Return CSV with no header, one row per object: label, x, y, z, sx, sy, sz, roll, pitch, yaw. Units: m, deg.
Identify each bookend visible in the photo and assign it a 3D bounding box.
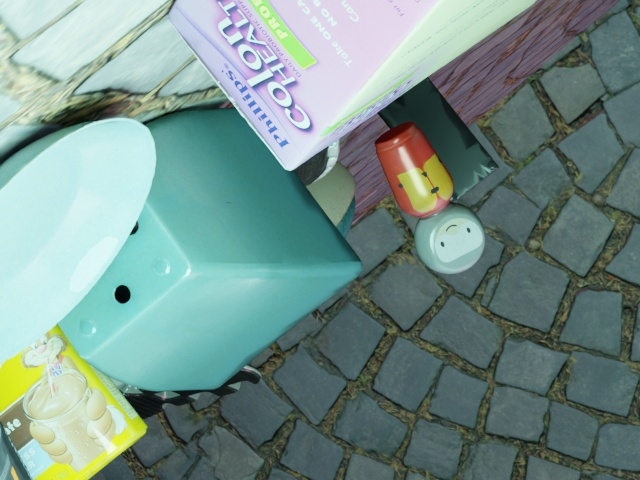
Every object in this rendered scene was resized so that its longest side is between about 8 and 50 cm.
bookend,0.137,-0.123,2.066,0.072,0.157,0.156,-38,176,3

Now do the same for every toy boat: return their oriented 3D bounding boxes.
toy boat,0.000,0.000,1.666,0.318,0.148,0.267,-19,-162,32

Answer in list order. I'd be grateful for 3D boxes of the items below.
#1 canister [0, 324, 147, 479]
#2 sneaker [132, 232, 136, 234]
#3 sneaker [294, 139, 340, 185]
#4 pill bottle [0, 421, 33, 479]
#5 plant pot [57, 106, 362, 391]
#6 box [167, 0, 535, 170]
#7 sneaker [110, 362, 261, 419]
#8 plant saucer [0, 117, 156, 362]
canister,-0.223,0.109,1.263,0.126,0.170,0.073,-39,177,13
sneaker,-0.189,0.069,1.668,0.095,0.104,0.236,-36,175,-18
sneaker,-0.030,-0.092,1.479,0.106,0.078,0.234,-29,173,-24
pill bottle,-0.257,0.179,1.152,0.130,0.130,0.245,-37,133,-20
plant pot,-0.113,0.009,1.257,0.166,0.165,0.234,-39,168,17
box,0.062,-0.177,0.913,0.213,0.117,0.243,-37,175,-28
sneaker,-0.225,0.132,2.056,0.330,0.146,0.122,-15,156,19
plant saucer,-0.180,-0.004,1.053,0.195,0.037,0.195,-45,160,-21
